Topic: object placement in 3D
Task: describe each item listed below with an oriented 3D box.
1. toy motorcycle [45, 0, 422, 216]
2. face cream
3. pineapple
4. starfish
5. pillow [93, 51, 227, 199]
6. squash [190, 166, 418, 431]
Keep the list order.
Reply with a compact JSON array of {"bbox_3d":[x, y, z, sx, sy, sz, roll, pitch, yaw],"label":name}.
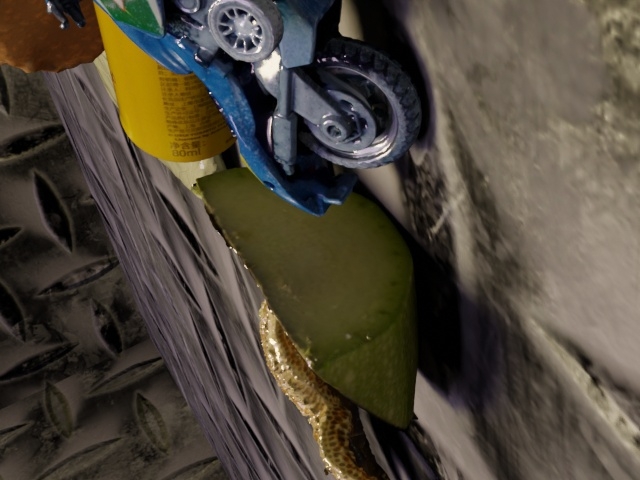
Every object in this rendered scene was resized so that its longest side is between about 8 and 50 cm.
[{"bbox_3d":[-0.057,-0.115,0.472,0.254,0.092,0.135,46,138,-20],"label":"toy motorcycle"},{"bbox_3d":[-0.097,-0.181,0.592,0.105,0.105,0.348,59,164,21],"label":"face cream"},{"bbox_3d":[-0.252,-0.306,0.754,0.165,0.165,0.364,92,159,-59],"label":"pineapple"},{"bbox_3d":[0.007,0.145,0.808,0.238,0.071,0.216,65,169,-18],"label":"starfish"},{"bbox_3d":[-0.180,-0.186,0.915,0.274,0.076,0.280,48,158,41],"label":"pillow"},{"bbox_3d":[0.026,0.026,0.605,0.184,0.085,0.192,38,-167,-50],"label":"squash"}]
